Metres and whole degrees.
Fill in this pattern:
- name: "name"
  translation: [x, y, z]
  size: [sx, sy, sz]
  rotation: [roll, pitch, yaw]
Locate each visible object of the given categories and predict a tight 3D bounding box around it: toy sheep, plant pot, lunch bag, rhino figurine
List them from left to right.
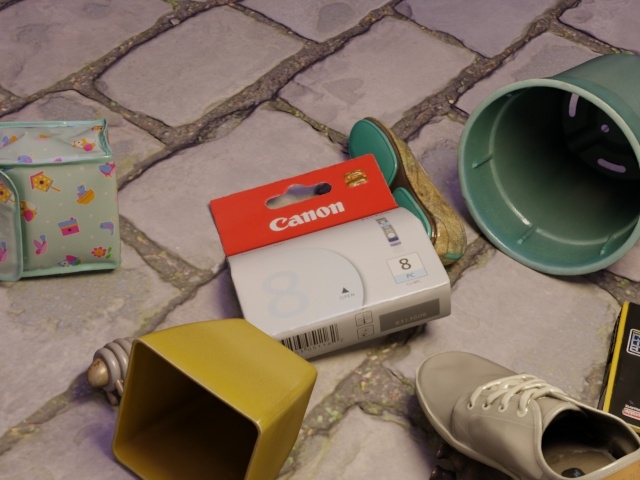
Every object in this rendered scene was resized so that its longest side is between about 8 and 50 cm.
- name: "lunch bag"
  translation: [-0.447, -0.061, 1.637]
  size: [0.262, 0.223, 0.160]
  rotation: [-6, 37, -15]
- name: "toy sheep"
  translation: [-0.274, 0.180, 1.517]
  size: [0.132, 0.091, 0.091]
  rotation: [-14, 46, -41]
- name: "plant pot"
  translation: [-0.126, 0.225, 1.419]
  size: [0.212, 0.212, 0.187]
  rotation: [31, 34, 22]
- name: "rhino figurine"
  translation: [0.208, 0.321, 1.458]
  size: [0.106, 0.073, 0.243]
  rotation: [19, 45, 14]
- name: "plant pot"
  translation: [0.465, -0.163, 1.851]
  size: [0.341, 0.341, 0.334]
  rotation: [31, 39, 22]

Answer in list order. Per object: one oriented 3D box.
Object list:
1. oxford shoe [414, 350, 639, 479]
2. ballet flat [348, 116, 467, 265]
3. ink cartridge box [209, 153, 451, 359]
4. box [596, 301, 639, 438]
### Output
- name: "oxford shoe"
  translation: [0.266, 0.230, 1.360]
  size: [0.169, 0.130, 0.449]
  rotation: [-21, 26, -17]
- name: "ballet flat"
  translation: [0.154, -0.083, 1.860]
  size: [0.123, 0.123, 0.348]
  rotation: [-9, 45, -19]
- name: "ink cartridge box"
  translation: [0.000, 0.000, 1.699]
  size: [0.308, 0.091, 0.385]
  rotation: [-17, 49, -6]
- name: "box"
  translation: [0.587, 0.246, 1.600]
  size: [0.322, 0.079, 0.257]
  rotation: [19, 42, 10]
